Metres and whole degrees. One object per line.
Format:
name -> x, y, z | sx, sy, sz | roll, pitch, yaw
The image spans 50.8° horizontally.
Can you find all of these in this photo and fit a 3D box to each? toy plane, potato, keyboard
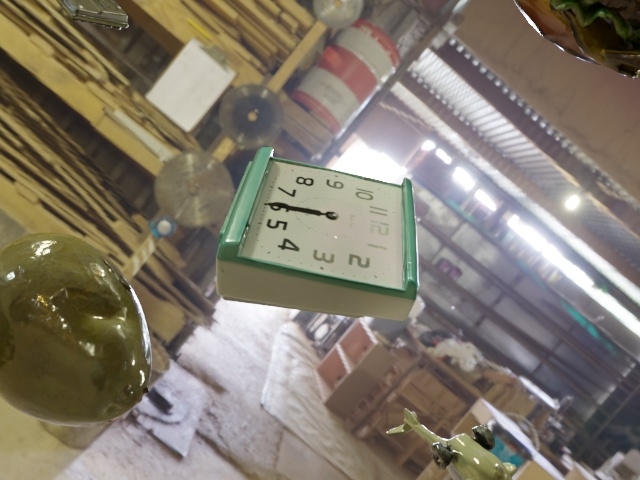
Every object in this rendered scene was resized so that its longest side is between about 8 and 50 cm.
toy plane -> 0.193, 0.319, 1.000 | 0.286, 0.092, 0.108 | 27, -51, 61
potato -> -0.280, 0.097, 0.731 | 0.235, 0.178, 0.160 | 35, 37, 18
keyboard -> -0.196, -0.201, 0.502 | 0.129, 0.015, 0.049 | 48, 34, 19

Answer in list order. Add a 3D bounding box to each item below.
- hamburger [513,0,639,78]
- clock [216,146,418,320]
hamburger -> 0.224, -0.228, 0.467 | 0.262, 0.243, 0.138 | 53, -34, 4
clock -> 0.000, 0.000, 0.854 | 0.231, 0.116, 0.262 | 11, 33, -2
